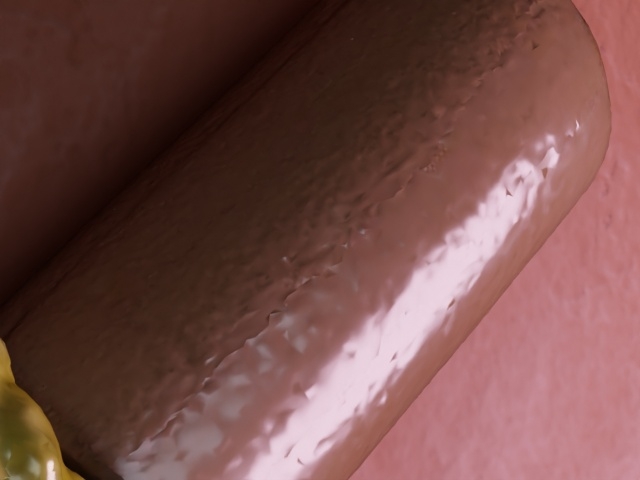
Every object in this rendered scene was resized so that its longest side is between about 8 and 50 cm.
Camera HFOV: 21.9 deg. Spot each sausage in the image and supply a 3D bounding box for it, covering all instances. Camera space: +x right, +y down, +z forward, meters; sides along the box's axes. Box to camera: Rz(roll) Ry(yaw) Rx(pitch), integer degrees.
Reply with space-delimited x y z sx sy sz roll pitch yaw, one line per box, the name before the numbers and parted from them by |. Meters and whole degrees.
sausage | 0.000 0.000 0.566 0.253 0.123 0.123 -47 114 -24

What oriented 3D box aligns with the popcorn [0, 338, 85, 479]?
popcorn | -0.151 0.113 0.361 0.293 0.293 0.237 -53 143 -22
